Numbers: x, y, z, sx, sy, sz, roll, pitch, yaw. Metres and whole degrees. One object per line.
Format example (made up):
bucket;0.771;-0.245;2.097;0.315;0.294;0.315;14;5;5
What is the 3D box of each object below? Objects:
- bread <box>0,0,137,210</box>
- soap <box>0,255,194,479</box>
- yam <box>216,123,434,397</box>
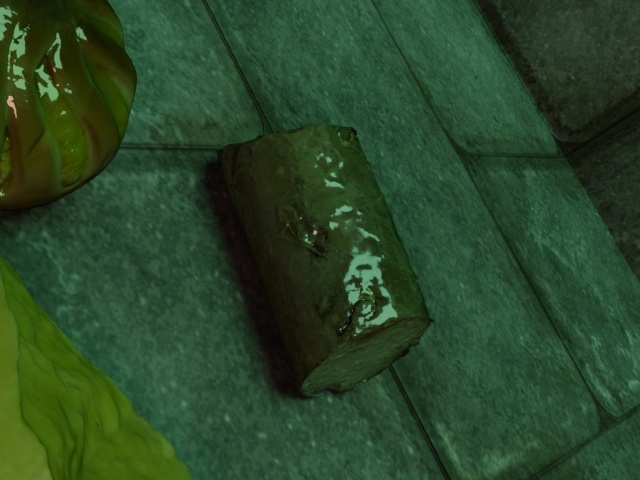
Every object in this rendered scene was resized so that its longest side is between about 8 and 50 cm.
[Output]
bread;-0.294;-0.178;0.835;0.333;0.160;0.333;33;39;-31
soap;-0.229;0.176;0.625;0.306;0.115;0.427;54;30;-9
yam;0.000;0.000;1.073;0.168;0.168;0.304;7;56;-51
